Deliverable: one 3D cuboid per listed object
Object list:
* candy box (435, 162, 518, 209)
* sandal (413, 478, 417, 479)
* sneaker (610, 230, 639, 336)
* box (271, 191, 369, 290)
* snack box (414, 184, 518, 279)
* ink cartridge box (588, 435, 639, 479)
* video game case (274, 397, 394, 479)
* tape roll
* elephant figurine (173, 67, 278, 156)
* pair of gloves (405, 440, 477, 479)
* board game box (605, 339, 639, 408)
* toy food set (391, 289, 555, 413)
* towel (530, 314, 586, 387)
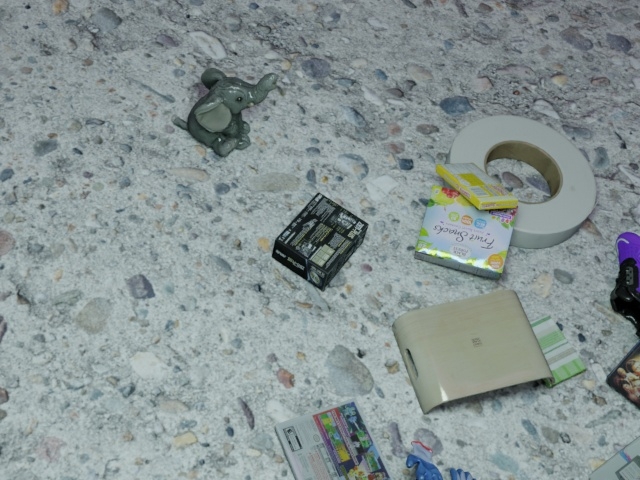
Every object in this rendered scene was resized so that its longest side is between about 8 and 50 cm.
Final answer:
[{"bbox_3d":[0.366,-0.131,2.030,0.105,0.027,0.206,-2,30,-24],"label":"candy box"},{"bbox_3d":[0.190,0.581,1.598,0.120,0.086,0.302,-10,35,28],"label":"sandal"},{"bbox_3d":[0.748,0.105,2.041,0.146,0.102,0.293,-6,57,-15],"label":"sneaker"},{"bbox_3d":[0.000,0.000,1.975,0.147,0.077,0.180,32,56,11],"label":"box"},{"bbox_3d":[0.342,-0.019,2.020,0.207,0.070,0.174,15,74,10],"label":"snack box"},{"bbox_3d":[0.706,0.413,1.692,0.226,0.306,0.131,-24,64,-25],"label":"ink cartridge box"},{"bbox_3d":[0.028,0.431,1.716,0.183,0.023,0.201,-15,59,-20],"label":"video game case"},{"bbox_3d":[0.509,-0.156,2.193,0.392,0.072,0.392,6,55,-8],"label":"tape roll"},{"bbox_3d":[-0.229,-0.334,2.062,0.186,0.239,0.169,-27,65,-26],"label":"elephant figurine"},{"bbox_3d":[0.250,0.464,1.667,0.198,0.023,0.159,32,14,-5],"label":"pair of gloves"},{"bbox_3d":[0.758,0.266,1.853,0.165,0.243,0.042,39,27,17],"label":"board game box"},{"bbox_3d":[0.334,0.244,1.881,0.306,0.092,0.219,-12,59,-10],"label":"toy food set"},{"bbox_3d":[0.515,0.250,1.945,0.113,0.023,0.152,-20,64,-21],"label":"towel"}]
